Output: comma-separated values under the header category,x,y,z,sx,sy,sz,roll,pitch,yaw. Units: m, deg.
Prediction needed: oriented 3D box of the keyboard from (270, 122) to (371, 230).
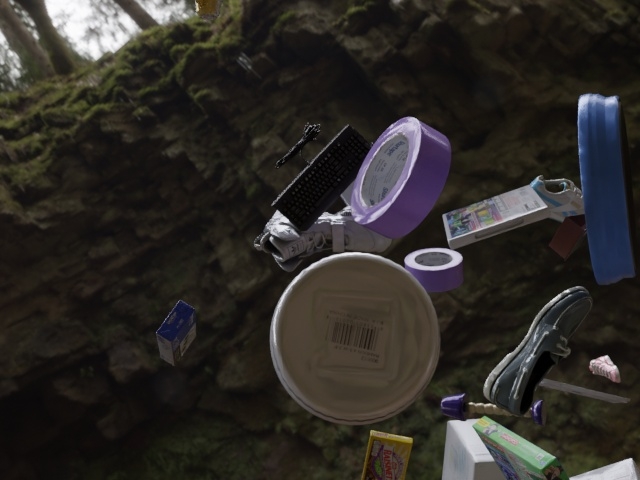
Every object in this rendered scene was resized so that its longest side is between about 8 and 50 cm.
category,x,y,z,sx,sy,sz,roll,pitch,yaw
keyboard,-0.015,-0.196,2.051,0.317,0.201,0.033,-48,-4,-14

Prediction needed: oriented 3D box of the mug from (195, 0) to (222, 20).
category,x,y,z,sx,sy,sz,roll,pitch,yaw
mug,-0.238,-0.493,1.555,0.078,0.062,0.064,4,-97,-38

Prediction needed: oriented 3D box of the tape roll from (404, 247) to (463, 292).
category,x,y,z,sx,sy,sz,roll,pitch,yaw
tape roll,0.372,0.096,2.474,0.189,0.189,0.080,-20,-66,-32

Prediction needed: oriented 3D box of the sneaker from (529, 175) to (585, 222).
category,x,y,z,sx,sy,sz,roll,pitch,yaw
sneaker,0.646,-0.100,1.954,0.229,0.087,0.092,13,-49,-6

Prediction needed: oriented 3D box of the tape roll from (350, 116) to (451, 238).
category,x,y,z,sx,sy,sz,roll,pitch,yaw
tape roll,0.182,-0.145,1.754,0.090,0.274,0.274,26,-68,-21

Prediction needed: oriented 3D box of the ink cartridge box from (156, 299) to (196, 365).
category,x,y,z,sx,sy,sz,roll,pitch,yaw
ink cartridge box,-0.343,0.225,1.804,0.097,0.046,0.207,-57,-7,-26

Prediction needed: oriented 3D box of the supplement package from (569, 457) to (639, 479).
category,x,y,z,sx,sy,sz,roll,pitch,yaw
supplement package,0.691,0.691,1.742,0.198,0.262,0.199,-28,-70,23

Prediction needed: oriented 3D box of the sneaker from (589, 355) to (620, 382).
category,x,y,z,sx,sy,sz,roll,pitch,yaw
sneaker,0.873,0.403,2.323,0.070,0.134,0.050,-14,-72,6

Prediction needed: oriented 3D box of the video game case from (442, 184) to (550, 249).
category,x,y,z,sx,sy,sz,roll,pitch,yaw
video game case,0.324,-0.046,1.419,0.184,0.023,0.201,-19,13,11

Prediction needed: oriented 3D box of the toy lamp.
category,x,y,z,sx,sy,sz,roll,pitch,yaw
toy lamp,0.464,0.456,2.041,0.080,0.275,0.080,15,-107,-62

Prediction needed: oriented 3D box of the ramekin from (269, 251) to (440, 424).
category,x,y,z,sx,sy,sz,roll,pitch,yaw
ramekin,0.054,0.148,1.164,0.277,0.277,0.135,-39,-9,-5

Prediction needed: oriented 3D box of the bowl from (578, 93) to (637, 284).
category,x,y,z,sx,sy,sz,roll,pitch,yaw
bowl,0.588,-0.107,1.531,0.077,0.391,0.391,-6,-22,24

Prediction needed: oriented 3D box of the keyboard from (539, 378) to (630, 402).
category,x,y,z,sx,sy,sz,roll,pitch,yaw
keyboard,0.684,0.398,1.993,0.072,0.256,0.014,137,146,-74

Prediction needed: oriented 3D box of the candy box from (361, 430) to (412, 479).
category,x,y,z,sx,sy,sz,roll,pitch,yaw
candy box,0.160,0.569,1.878,0.105,0.027,0.205,8,-65,1

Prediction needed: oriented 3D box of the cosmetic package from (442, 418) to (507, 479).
category,x,y,z,sx,sy,sz,roll,pitch,yaw
cosmetic package,0.449,0.663,2.148,0.138,0.224,0.224,-1,-74,-9

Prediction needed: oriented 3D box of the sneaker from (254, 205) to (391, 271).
category,x,y,z,sx,sy,sz,roll,pitch,yaw
sneaker,0.000,0.000,2.078,0.210,0.366,0.137,-50,-35,-43

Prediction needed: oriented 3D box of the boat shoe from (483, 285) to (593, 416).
category,x,y,z,sx,sy,sz,roll,pitch,yaw
boat shoe,0.485,0.238,1.601,0.319,0.099,0.116,-47,-53,-4

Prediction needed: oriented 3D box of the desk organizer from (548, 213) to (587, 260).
category,x,y,z,sx,sy,sz,roll,pitch,yaw
desk organizer,0.553,-0.016,1.661,0.047,0.050,0.130,-38,-22,-22

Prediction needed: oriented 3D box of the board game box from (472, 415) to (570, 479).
category,x,y,z,sx,sy,sz,roll,pitch,yaw
board game box,0.486,0.538,1.726,0.046,0.213,0.317,-34,11,-11

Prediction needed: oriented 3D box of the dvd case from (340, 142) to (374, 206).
category,x,y,z,sx,sy,sz,roll,pitch,yaw
dvd case,0.138,-0.175,2.276,0.179,0.238,0.029,-29,-35,-5
